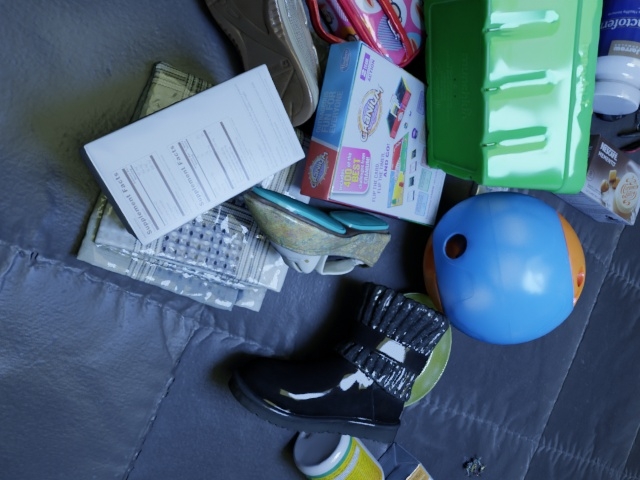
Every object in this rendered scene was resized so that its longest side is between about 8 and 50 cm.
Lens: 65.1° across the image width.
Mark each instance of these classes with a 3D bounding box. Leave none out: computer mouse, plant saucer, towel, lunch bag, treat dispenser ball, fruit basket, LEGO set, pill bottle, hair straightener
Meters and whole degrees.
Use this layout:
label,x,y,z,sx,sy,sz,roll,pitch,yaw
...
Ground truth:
label,x,y,z,sx,sy,sz,roll,pitch,yaw
computer mouse,0.780,-0.352,1.286,0.242,0.041,0.071,-19,116,-33
plant saucer,0.166,0.221,1.025,0.240,0.037,0.241,-6,102,-28
towel,-0.164,-0.064,0.779,0.312,0.056,0.324,22,88,-31
lunch bag,0.080,-0.436,0.828,0.258,0.120,0.293,-45,118,-11
treat dispenser ball,0.341,0.050,0.951,0.288,0.288,0.288,-5,101,-29
fruit basket,0.366,-0.283,0.851,0.392,0.283,0.392,-7,111,-19
LEGO set,0.369,0.545,1.208,0.054,0.023,0.083,-43,129,-15
pill bottle,0.694,-0.437,1.150,0.153,0.153,0.265,15,90,-31
hair straightener,0.875,-0.300,1.337,0.230,0.047,0.089,-20,108,-26
pill bottle,0.049,0.438,0.948,0.117,0.117,0.208,-43,116,-17

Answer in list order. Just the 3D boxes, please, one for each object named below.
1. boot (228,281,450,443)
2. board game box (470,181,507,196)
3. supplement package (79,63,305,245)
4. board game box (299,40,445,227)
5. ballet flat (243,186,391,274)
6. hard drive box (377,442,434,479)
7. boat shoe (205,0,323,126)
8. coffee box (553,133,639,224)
label,x,y,z,sx,sy,sz,roll,pitch,yaw
boot,0.039,0.188,0.867,0.347,0.131,0.260,19,97,-26
board game box,0.376,-0.127,1.097,0.090,0.020,0.090,20,87,-31
supplement package,-0.171,-0.117,0.670,0.244,0.139,0.134,-32,111,-21
board game box,0.118,-0.164,0.868,0.316,0.064,0.242,10,93,-47
ballet flat,0.000,0.000,0.803,0.348,0.123,0.123,7,95,-55
hard drive box,0.178,0.580,1.062,0.181,0.089,0.232,-44,117,-16
boat shoe,-0.086,-0.346,0.756,0.110,0.121,0.341,-57,134,-55
coffee box,0.678,-0.145,1.221,0.246,0.098,0.141,21,87,-31
